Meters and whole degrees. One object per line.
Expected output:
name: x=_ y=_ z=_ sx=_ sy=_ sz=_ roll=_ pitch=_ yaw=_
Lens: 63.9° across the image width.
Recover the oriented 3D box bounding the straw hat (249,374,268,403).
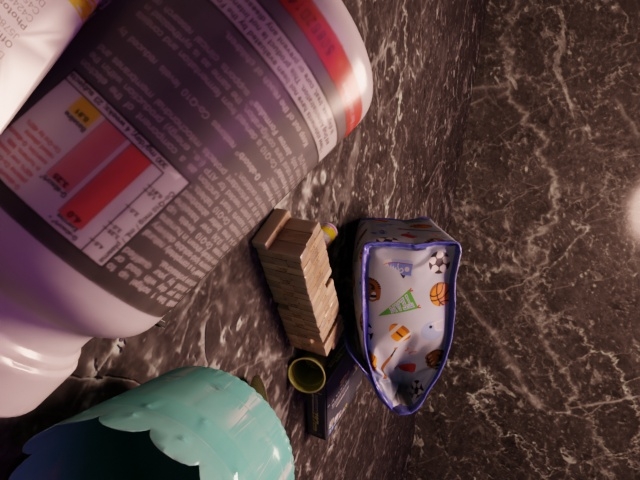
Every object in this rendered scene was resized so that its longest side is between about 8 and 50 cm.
straw hat: x=-0.135 y=0.311 z=0.895 sx=0.061 sy=0.144 sz=0.144 roll=-1 pitch=106 yaw=-22

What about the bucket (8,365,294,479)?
bucket: x=-0.172 y=0.287 z=0.574 sx=0.183 sy=0.282 sz=0.280 roll=-20 pitch=119 yaw=-68

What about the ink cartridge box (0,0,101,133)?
ink cartridge box: x=-0.237 y=-0.214 z=0.272 sx=0.269 sy=0.198 sz=0.197 roll=-68 pitch=154 yaw=-22

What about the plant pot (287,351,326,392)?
plant pot: x=-0.021 y=0.279 z=1.129 sx=0.079 sy=0.084 sz=0.083 roll=-45 pitch=141 yaw=-70

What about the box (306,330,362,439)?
box: x=0.041 y=0.357 z=1.308 sx=0.233 sy=0.059 sz=0.183 roll=-42 pitch=136 yaw=-54

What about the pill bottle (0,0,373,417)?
pill bottle: x=-0.150 y=-0.059 z=0.398 sx=0.363 sy=0.210 sz=0.210 roll=-46 pitch=148 yaw=-9

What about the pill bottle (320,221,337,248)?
pill bottle: x=0.000 y=0.000 z=1.072 sx=0.083 sy=0.044 sz=0.043 roll=-50 pitch=144 yaw=-45

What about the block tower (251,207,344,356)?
block tower: x=-0.031 y=0.096 z=0.990 sx=0.090 sy=0.097 sz=0.335 roll=-60 pitch=149 yaw=-36

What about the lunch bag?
lunch bag: x=0.175 y=0.157 z=1.191 sx=0.328 sy=0.239 sz=0.385 roll=-75 pitch=164 yaw=-77

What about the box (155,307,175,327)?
box: x=-0.207 y=0.054 z=0.625 sx=0.083 sy=0.062 sz=0.052 roll=-67 pitch=152 yaw=-22
